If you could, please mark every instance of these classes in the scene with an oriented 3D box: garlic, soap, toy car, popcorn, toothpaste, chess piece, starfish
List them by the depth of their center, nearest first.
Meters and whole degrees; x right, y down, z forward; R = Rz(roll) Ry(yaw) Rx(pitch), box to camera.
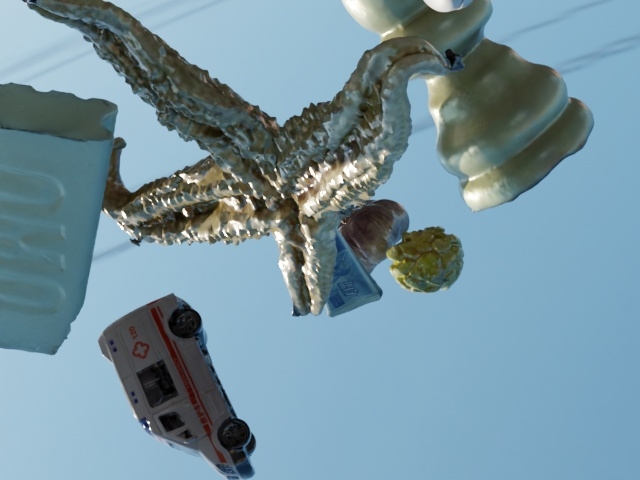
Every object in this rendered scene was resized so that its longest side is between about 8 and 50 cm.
[{"bbox_3d":[-0.220,-0.014,1.005,0.114,0.198,0.063,9,-146,-9],"label":"soap"},{"bbox_3d":[-0.076,-0.085,1.099,0.324,0.432,0.082,28,-115,8],"label":"starfish"},{"bbox_3d":[-0.144,0.163,1.412,0.108,0.210,0.089,-25,165,-7],"label":"toy car"},{"bbox_3d":[0.146,-0.212,1.550,0.182,0.330,0.182,-37,-169,8],"label":"chess piece"},{"bbox_3d":[-0.001,0.001,1.695,0.069,0.268,0.047,-45,-135,-16],"label":"toothpaste"},{"bbox_3d":[0.171,0.031,2.175,0.121,0.116,0.106,-48,160,14],"label":"popcorn"},{"bbox_3d":[0.071,-0.009,2.271,0.159,0.102,0.147,-45,-169,-6],"label":"garlic"}]

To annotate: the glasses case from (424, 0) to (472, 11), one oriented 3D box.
[{"bbox_3d":[0.097,-0.321,1.230,0.059,0.233,0.092,-19,-157,-13],"label":"glasses case"}]
